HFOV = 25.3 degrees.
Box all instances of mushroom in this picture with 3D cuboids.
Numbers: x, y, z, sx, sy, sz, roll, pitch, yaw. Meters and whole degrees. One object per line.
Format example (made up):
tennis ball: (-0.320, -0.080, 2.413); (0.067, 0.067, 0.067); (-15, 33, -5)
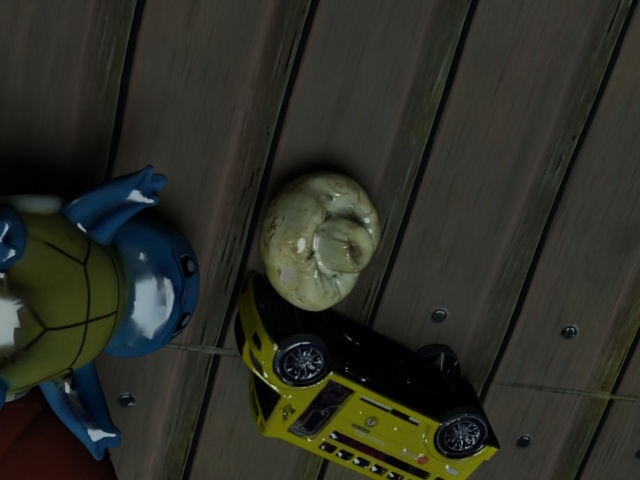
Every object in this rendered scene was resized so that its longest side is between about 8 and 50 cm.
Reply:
mushroom: (0.000, 0.000, 1.497); (0.112, 0.148, 0.148); (5, 134, 39)

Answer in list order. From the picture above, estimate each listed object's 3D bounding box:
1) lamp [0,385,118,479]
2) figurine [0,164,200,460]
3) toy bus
lamp: (-0.347, 0.266, 1.502); (0.303, 0.257, 0.303); (22, 142, 19)
figurine: (-0.286, 0.067, 1.362); (0.416, 0.243, 0.298); (0, 99, -31)
toy bus: (0.034, 0.170, 1.595); (0.331, 0.145, 0.151); (27, 114, -26)
